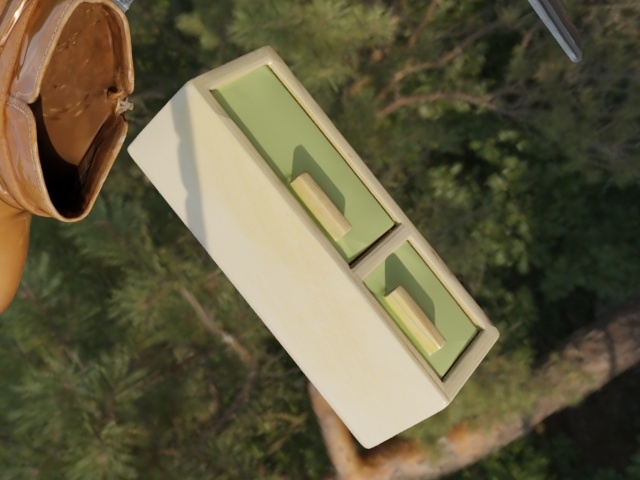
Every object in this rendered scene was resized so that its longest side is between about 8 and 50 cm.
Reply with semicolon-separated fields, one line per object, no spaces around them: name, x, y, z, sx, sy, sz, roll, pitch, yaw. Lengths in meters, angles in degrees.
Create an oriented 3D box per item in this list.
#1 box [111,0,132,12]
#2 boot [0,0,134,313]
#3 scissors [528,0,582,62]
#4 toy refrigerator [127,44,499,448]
box;-0.154;-0.208;0.669;0.094;0.027;0.137;41;-147;-20
boot;-0.139;-0.030;0.446;0.152;0.073;0.197;27;121;46
scissors;0.014;-0.190;0.364;0.109;0.021;0.297;19;-133;-44
toy refrigerator;0.000;0.000;0.701;0.094;0.102;0.269;-38;90;39
